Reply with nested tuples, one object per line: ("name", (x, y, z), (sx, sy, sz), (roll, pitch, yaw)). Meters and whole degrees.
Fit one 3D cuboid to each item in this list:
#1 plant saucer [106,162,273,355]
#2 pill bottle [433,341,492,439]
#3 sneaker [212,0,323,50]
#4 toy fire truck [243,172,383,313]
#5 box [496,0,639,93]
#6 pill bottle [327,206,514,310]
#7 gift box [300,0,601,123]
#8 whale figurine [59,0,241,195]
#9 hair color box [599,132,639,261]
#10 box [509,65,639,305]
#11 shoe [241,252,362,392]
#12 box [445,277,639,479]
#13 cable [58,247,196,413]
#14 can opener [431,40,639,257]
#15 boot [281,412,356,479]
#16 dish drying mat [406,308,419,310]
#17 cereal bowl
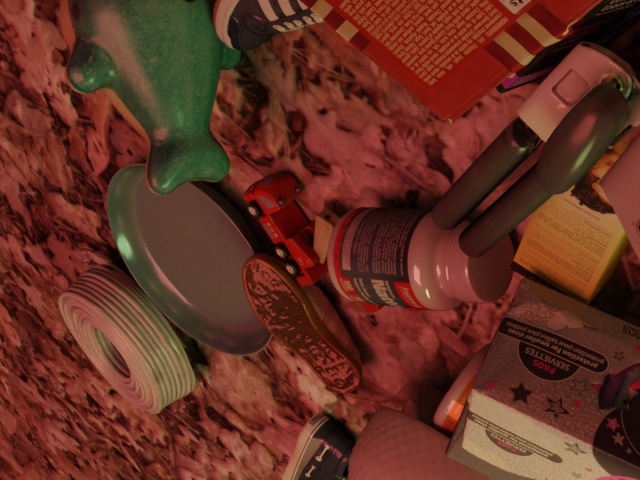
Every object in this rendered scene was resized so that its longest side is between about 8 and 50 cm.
("plant saucer", (-0.173, 0.022, 1.412), (0.318, 0.044, 0.317), (28, 139, 28))
("pill bottle", (0.239, 0.216, 1.087), (0.216, 0.121, 0.121), (36, 142, 18))
("sneaker", (0.007, -0.228, 0.945), (0.153, 0.099, 0.282), (50, 141, 2))
("toy fire truck", (0.000, 0.000, 1.197), (0.135, 0.047, 0.192), (-16, 109, 56))
("box", (0.213, -0.173, 0.761), (0.029, 0.116, 0.162), (60, 145, 9))
("pill bottle", (0.105, 0.019, 1.059), (0.180, 0.108, 0.108), (3, 124, 45))
("gift box", (0.102, -0.284, 0.651), (0.276, 0.258, 0.255), (43, 147, -12))
("whale figurine", (-0.159, -0.190, 1.058), (0.141, 0.216, 0.272), (-14, 91, 50))
("hair color box", (0.346, -0.078, 0.633), (0.374, 0.114, 0.185), (118, 144, -50))
("box", (0.246, -0.041, 0.899), (0.087, 0.058, 0.232), (34, 142, 21))
("shoe", (-0.021, 0.100, 1.293), (0.076, 0.058, 0.219), (-30, 105, 30))
("box", (0.263, 0.173, 0.946), (0.247, 0.142, 0.163), (24, 148, 12))
("cable", (-0.310, 0.160, 1.617), (0.257, 0.089, 0.257), (31, 145, 34))
("can opener", (0.164, -0.057, 0.838), (0.076, 0.095, 0.283), (46, 148, 5))
("boot", (0.001, 0.340, 1.494), (0.086, 0.069, 0.190), (37, 141, 21))
("dish drying mat", (0.096, 0.046, 1.179), (0.032, 0.008, 0.083), (16, 132, 39))
("cereal bowl", (0.162, 0.349, 1.170), (0.339, 0.141, 0.339), (37, 166, 11))
